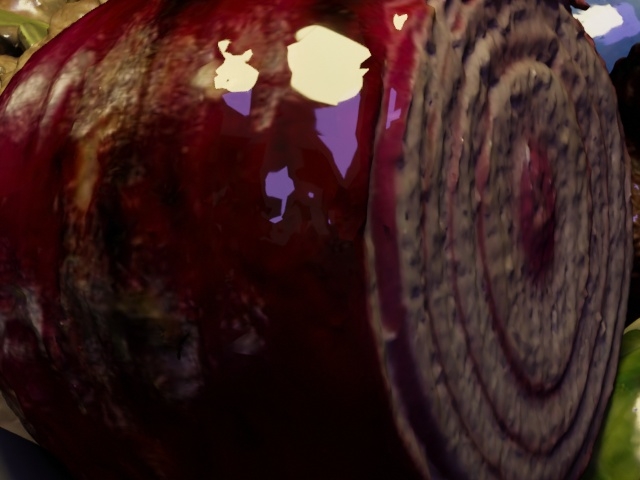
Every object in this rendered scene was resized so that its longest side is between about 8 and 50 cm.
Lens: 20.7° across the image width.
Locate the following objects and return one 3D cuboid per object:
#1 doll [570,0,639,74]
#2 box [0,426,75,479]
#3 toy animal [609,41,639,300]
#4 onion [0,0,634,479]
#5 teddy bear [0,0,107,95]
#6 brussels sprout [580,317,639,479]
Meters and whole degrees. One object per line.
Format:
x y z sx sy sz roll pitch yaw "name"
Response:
0.219 -0.141 1.102 0.311 0.159 0.242 -23 17 16 "doll"
-0.154 0.219 0.634 0.177 0.352 0.344 -42 48 11 "box"
0.158 -0.026 0.996 0.179 0.218 0.116 24 36 -37 "toy animal"
-0.015 0.011 0.791 0.260 0.282 0.337 -5 8 28 "onion"
-0.159 -0.111 1.018 0.246 0.222 0.296 25 44 -41 "teddy bear"
0.176 0.119 0.878 0.145 0.131 0.183 -8 51 -18 "brussels sprout"
